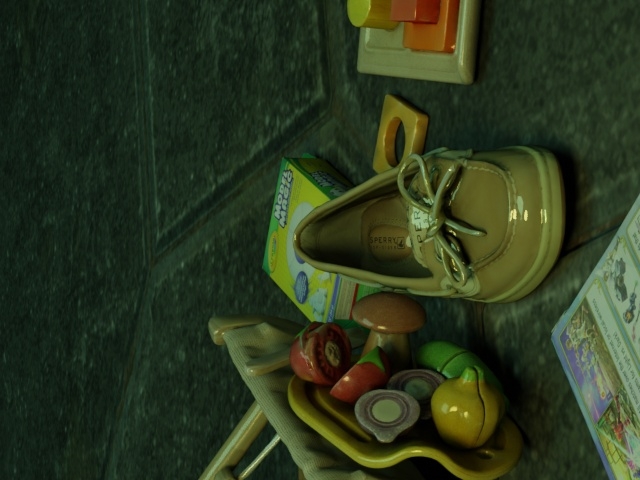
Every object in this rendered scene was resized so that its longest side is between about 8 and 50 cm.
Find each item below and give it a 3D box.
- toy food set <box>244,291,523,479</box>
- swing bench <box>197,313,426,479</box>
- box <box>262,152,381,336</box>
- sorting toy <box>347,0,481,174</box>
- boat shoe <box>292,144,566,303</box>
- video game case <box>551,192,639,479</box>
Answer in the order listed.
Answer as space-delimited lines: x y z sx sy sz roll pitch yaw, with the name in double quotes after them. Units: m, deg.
0.047 0.084 1.260 0.218 0.128 0.071 31 123 46 "toy food set"
-0.002 0.223 1.365 0.253 0.165 0.255 54 131 56 "swing bench"
0.000 0.000 1.526 0.179 0.043 0.105 -134 51 -62 "box"
0.065 -0.209 1.386 0.196 0.047 0.348 -162 75 -66 "sorting toy"
0.073 -0.005 1.291 0.285 0.089 0.105 158 113 -65 "boat shoe"
0.230 0.071 0.953 0.244 0.061 0.269 116 148 -41 "video game case"
